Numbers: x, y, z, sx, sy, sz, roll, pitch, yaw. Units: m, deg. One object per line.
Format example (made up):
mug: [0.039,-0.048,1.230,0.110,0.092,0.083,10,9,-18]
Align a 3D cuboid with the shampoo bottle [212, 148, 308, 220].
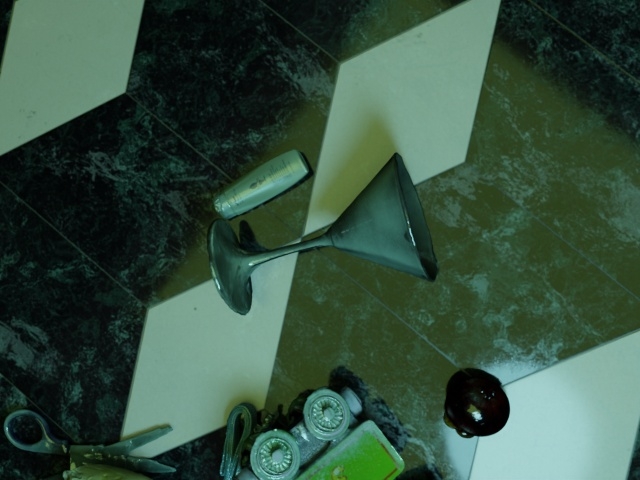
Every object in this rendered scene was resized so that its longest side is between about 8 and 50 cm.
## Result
shampoo bottle: [-0.126,-0.116,1.801,0.212,0.049,0.072,-30,90,8]

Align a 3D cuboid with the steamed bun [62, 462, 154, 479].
steamed bun: [-0.412,0.576,1.782,0.232,0.166,0.273,4,110,40]

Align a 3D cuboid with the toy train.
toy train: [-0.011,0.442,1.689,0.307,0.173,0.249,-34,84,-24]

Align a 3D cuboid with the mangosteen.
mangosteen: [0.304,0.339,1.712,0.140,0.140,0.140,0,90,9]

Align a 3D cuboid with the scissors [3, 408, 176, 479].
scissors: [-0.497,0.471,1.873,0.383,0.029,0.256,-10,92,9]

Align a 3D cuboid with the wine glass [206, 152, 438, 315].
wine glass: [0.000,0.000,1.689,0.406,0.267,0.267,-14,88,13]

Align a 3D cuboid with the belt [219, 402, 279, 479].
belt: [-0.156,0.435,1.808,0.100,0.065,0.179,13,94,17]
